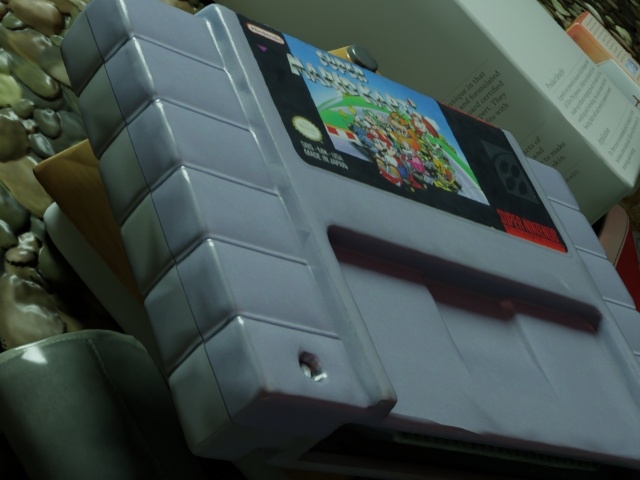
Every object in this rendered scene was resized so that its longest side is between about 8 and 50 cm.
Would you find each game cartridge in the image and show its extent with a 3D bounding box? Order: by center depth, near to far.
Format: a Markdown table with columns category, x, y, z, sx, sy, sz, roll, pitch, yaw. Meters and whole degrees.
| category | x | y | z | sx | sy | sz | roll | pitch | yaw |
| --- | --- | --- | --- | --- | --- | --- | --- | --- | --- |
| game cartridge | 0.051 | 0.013 | 0.664 | 0.355 | 0.068 | 0.230 | 16 | 45 | -45 |

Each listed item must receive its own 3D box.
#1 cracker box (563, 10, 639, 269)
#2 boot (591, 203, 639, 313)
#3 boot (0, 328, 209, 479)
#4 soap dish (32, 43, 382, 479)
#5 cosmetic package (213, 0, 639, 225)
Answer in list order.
| category | x | y | z | sx | sy | sz | roll | pitch | yaw |
| --- | --- | --- | --- | --- | --- | --- | --- | --- | --- |
| cracker box | 0.254 | -0.064 | 1.207 | 0.232 | 0.155 | 0.067 | 46 | 27 | -1 |
| boot | 0.249 | 0.084 | 1.085 | 0.176 | 0.088 | 0.244 | 40 | 36 | -14 |
| boot | -0.083 | 0.132 | 0.552 | 0.209 | 0.076 | 0.189 | 64 | 17 | 17 |
| soap dish | 0.000 | 0.000 | 0.798 | 0.229 | 0.118 | 0.291 | 50 | 27 | 5 |
| cosmetic package | 0.087 | -0.154 | 1.090 | 0.365 | 0.155 | 0.197 | 47 | 26 | 1 |
